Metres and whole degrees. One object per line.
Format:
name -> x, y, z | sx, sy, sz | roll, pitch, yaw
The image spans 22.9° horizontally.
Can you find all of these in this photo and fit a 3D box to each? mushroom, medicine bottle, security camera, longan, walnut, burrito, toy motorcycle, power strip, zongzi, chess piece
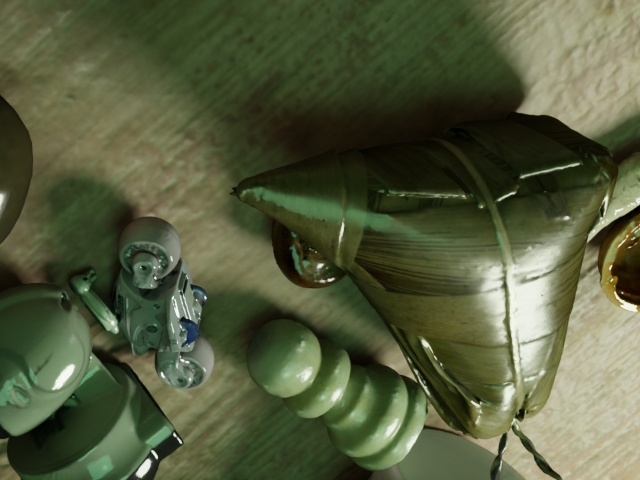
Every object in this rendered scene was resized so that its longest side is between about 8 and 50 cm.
mushroom -> -0.006, -0.003, 1.877 | 0.109, 0.085, 0.126 | -22, 124, -49
medicine bottle -> 0.150, 0.422, 2.130 | 0.253, 0.252, 0.241 | 15, 117, -30
security camera -> -0.317, 0.176, 1.816 | 0.191, 0.197, 0.277 | -37, 123, -6
longan -> -0.395, -0.067, 1.610 | 0.212, 0.198, 0.198 | -50, 128, -4
walnut -> 0.448, 0.001, 2.059 | 0.211, 0.087, 0.167 | -18, 122, -3
burrito -> 0.359, -0.049, 2.000 | 0.226, 0.087, 0.060 | -35, 86, 0
toy motorcycle -> -0.193, 0.079, 1.860 | 0.112, 0.112, 0.254 | -20, 130, -8
power strip -> -0.260, 0.071, 1.849 | 0.035, 0.055, 0.083 | -39, 112, -13
zongzi -> 0.086, 0.094, 1.882 | 0.467, 0.218, 0.500 | -7, 124, -21
chess piece -> 0.007, 0.183, 1.994 | 0.243, 0.133, 0.133 | 34, 106, -30
